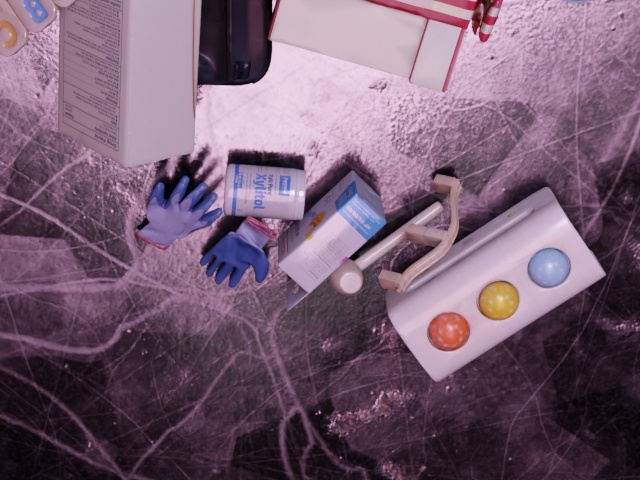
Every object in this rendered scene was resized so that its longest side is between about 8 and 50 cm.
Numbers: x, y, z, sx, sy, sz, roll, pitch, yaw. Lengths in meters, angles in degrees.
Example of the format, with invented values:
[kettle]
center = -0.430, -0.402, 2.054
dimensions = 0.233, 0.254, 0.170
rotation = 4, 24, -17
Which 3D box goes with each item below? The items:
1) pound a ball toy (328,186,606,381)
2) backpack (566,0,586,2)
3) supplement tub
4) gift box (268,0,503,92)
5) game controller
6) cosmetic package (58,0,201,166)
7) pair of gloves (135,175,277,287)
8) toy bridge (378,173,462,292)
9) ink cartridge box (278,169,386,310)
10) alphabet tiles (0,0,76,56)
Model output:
[pound a ball toy]
center = 0.192, 0.047, 2.048
dimensions = 0.319, 0.136, 0.208
rotation = -33, 108, 9
[backpack]
center = 0.341, -0.385, 1.892
dimensions = 0.188, 0.144, 0.166
rotation = -28, 114, 11
[supplement tub]
center = -0.075, -0.064, 2.033
dimensions = 0.107, 0.071, 0.071
rotation = 3, 110, -3
[gift box]
center = 0.095, -0.347, 1.838
dimensions = 0.258, 0.255, 0.276
rotation = 16, 115, -5
[game controller]
center = -0.145, -0.352, 1.940
dimensions = 0.166, 0.067, 0.319
rotation = 5, 110, 12
[cosmetic package]
center = -0.237, -0.265, 1.886
dimensions = 0.113, 0.160, 0.309
rotation = -17, 122, -39
[pair of gloves]
center = -0.147, -0.008, 2.039
dimensions = 0.198, 0.023, 0.159
rotation = 29, 141, -13
[toy bridge]
center = 0.143, -0.005, 2.008
dimensions = 0.063, 0.188, 0.026
rotation = 13, 149, 31
[ink cartridge box]
center = 0.000, 0.000, 2.040
dimensions = 0.181, 0.104, 0.061
rotation = -43, 105, 13
[alphabet tiles]
center = -0.415, -0.377, 1.867
dimensions = 0.284, 0.021, 0.278
rotation = -33, 92, 31
